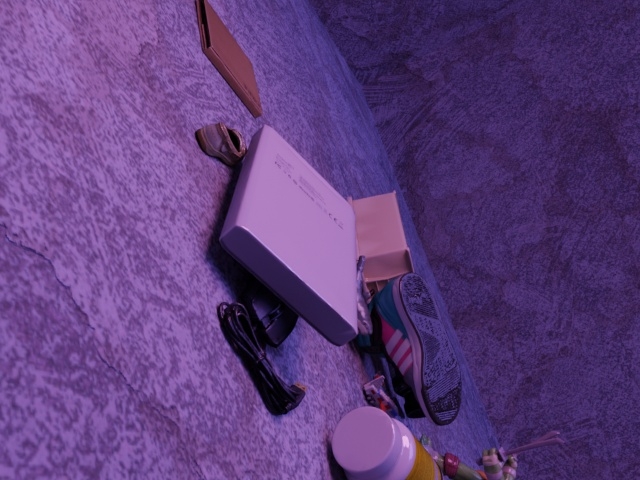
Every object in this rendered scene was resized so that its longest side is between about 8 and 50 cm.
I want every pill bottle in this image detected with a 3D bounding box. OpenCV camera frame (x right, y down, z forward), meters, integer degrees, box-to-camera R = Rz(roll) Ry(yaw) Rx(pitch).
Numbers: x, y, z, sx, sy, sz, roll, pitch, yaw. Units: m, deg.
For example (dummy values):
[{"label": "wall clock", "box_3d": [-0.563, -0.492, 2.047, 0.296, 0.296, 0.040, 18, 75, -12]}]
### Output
[{"label": "pill bottle", "box_3d": [0.207, 0.264, 1.517, 0.123, 0.122, 0.219, 45, 29, -58]}, {"label": "pill bottle", "box_3d": [0.104, 0.343, 1.073, 0.208, 0.119, 0.119, 54, 18, -44]}]

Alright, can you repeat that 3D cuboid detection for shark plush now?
[{"label": "shark plush", "box_3d": [0.080, 0.112, 1.404, 0.073, 0.067, 0.161, 58, 37, -49]}]

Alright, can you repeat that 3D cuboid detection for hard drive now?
[{"label": "hard drive", "box_3d": [-0.033, -0.024, 1.075, 0.233, 0.047, 0.353, 44, 22, -20]}]

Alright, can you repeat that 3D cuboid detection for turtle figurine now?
[{"label": "turtle figurine", "box_3d": [0.338, 0.440, 1.422, 0.198, 0.266, 0.275, -27, 130, -64]}]

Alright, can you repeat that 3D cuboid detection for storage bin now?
[{"label": "storage bin", "box_3d": [0.157, 0.059, 1.679, 0.262, 0.123, 0.260, -95, 170, -56]}]

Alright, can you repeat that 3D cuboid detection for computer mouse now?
[{"label": "computer mouse", "box_3d": [-0.048, 0.123, 0.981, 0.184, 0.060, 0.262, 63, 14, -10]}]

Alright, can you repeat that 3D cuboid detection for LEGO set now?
[{"label": "LEGO set", "box_3d": [0.152, 0.351, 1.396, 0.182, 0.060, 0.244, 65, 13, 8]}]

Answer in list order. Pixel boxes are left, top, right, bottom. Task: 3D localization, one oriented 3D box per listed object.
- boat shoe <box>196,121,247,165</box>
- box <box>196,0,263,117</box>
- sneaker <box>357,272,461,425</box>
[{"label": "boat shoe", "box_3d": [-0.143, -0.157, 1.110, 0.056, 0.048, 0.153, 69, 13, 10]}, {"label": "box", "box_3d": [-0.179, -0.361, 1.383, 0.201, 0.021, 0.164, 49, 21, -51]}, {"label": "sneaker", "box_3d": [0.163, 0.227, 1.401, 0.123, 0.178, 0.296, -6, 77, -35]}]
